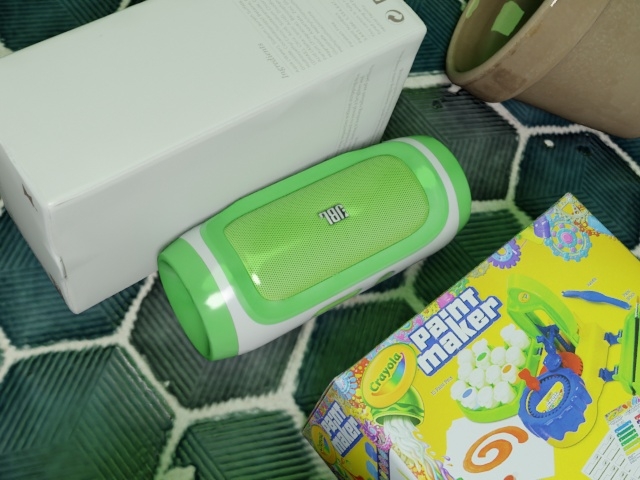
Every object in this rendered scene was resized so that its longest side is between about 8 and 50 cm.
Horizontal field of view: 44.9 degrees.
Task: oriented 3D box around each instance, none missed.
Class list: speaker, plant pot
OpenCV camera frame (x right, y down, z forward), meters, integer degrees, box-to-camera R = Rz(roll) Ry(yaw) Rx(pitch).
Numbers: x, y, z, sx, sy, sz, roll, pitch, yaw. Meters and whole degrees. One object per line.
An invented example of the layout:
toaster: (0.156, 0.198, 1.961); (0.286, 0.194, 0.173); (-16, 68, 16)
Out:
speaker: (0.000, 0.000, 0.749); (0.296, 0.131, 0.131); (-26, 71, -22)
plant pot: (0.310, -0.234, 0.883); (0.229, 0.263, 0.263); (31, 60, -15)

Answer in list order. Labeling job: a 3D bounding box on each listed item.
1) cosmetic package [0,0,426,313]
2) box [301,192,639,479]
cosmetic package: (-0.109, -0.114, 0.737); (0.384, 0.217, 0.156); (-28, 71, -25)
box: (0.189, 0.166, 0.672); (0.290, 0.177, 0.279); (-34, 74, -24)
